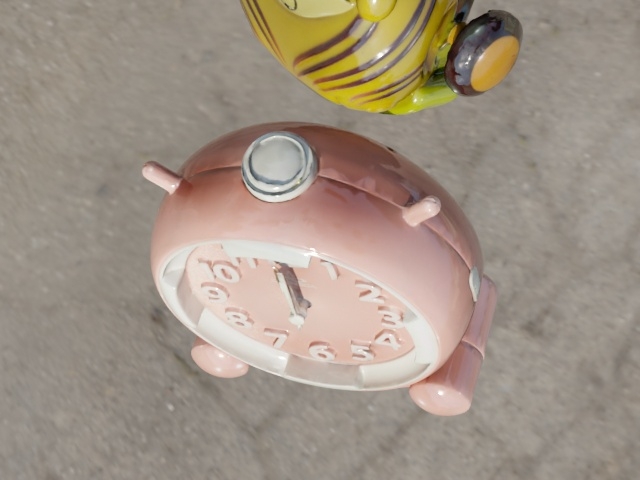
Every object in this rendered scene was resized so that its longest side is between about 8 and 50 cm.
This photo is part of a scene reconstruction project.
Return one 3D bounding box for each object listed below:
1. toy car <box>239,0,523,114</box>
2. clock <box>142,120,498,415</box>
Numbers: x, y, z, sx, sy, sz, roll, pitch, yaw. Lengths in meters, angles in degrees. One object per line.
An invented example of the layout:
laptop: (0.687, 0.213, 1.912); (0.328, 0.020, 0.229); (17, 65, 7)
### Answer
toy car: (0.027, -0.190, 0.897); (0.142, 0.200, 0.248); (-16, 134, -39)
clock: (0.000, 0.000, 1.001); (0.241, 0.227, 0.142); (66, 36, -58)
